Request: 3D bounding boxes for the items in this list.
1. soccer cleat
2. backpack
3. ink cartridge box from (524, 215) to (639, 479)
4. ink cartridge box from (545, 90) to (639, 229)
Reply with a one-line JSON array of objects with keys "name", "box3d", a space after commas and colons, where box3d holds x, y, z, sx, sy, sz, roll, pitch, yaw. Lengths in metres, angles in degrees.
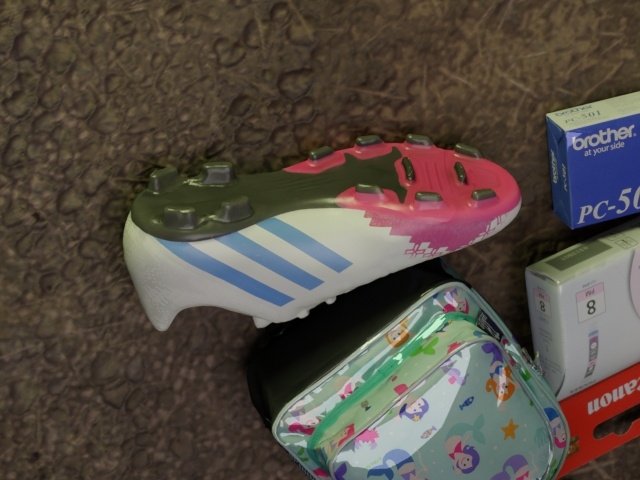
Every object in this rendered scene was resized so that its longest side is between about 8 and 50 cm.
[{"name": "soccer cleat", "box3d": [0.000, 0.000, 1.573, 0.331, 0.116, 0.143, -5, 126, -12]}, {"name": "backpack", "box3d": [0.091, 0.158, 1.635, 0.225, 0.191, 0.253, -39, 126, -1]}, {"name": "ink cartridge box", "box3d": [0.283, 0.096, 1.718, 0.189, 0.066, 0.232, -23, 117, -24]}, {"name": "ink cartridge box", "box3d": [0.304, -0.084, 1.666, 0.207, 0.046, 0.097, -14, 117, -13]}]
